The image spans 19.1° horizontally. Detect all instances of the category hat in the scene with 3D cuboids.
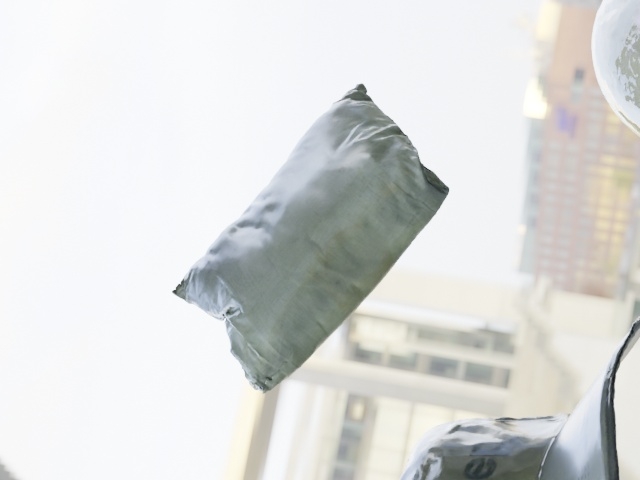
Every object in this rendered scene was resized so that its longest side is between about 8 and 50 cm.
[{"bbox_3d":[0.109,0.146,1.170,0.244,0.149,0.214,90,-168,-46],"label":"hat"}]

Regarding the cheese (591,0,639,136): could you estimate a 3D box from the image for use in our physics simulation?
[{"bbox_3d":[0.296,-0.111,1.134,0.233,0.266,0.127,-67,-12,-67],"label":"cheese"}]

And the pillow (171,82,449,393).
[{"bbox_3d":[0.000,0.000,1.168,0.181,0.078,0.134,-51,25,5],"label":"pillow"}]
